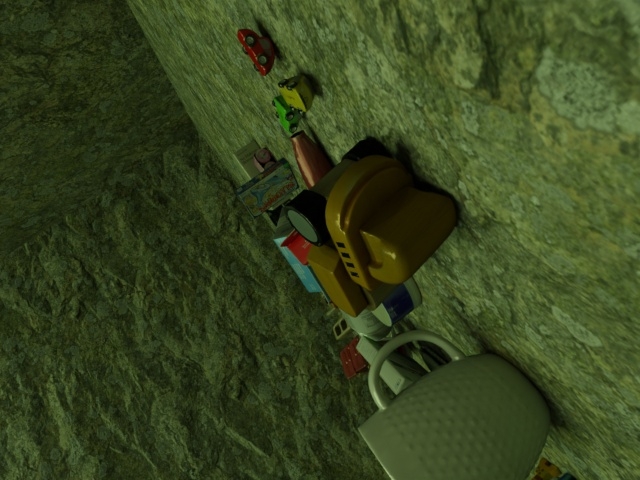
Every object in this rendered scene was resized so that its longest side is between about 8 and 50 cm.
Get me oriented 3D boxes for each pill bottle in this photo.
[{"bbox_3d":[0.143,0.211,1.476,0.160,0.160,0.283,43,166,48],"label":"pill bottle"}]

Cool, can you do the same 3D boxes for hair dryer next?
[{"bbox_3d":[-0.029,-0.176,1.138,0.223,0.080,0.293,49,170,22],"label":"hair dryer"}]

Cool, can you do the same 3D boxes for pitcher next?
[{"bbox_3d":[0.284,0.434,1.805,0.207,0.126,0.177,124,130,-70],"label":"pitcher"}]

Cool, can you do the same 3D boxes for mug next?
[{"bbox_3d":[0.260,0.365,0.917,0.374,0.328,0.276,52,171,15],"label":"mug"}]

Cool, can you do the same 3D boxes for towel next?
[{"bbox_3d":[0.452,0.501,1.336,0.312,0.056,0.324,57,170,-22],"label":"towel"}]

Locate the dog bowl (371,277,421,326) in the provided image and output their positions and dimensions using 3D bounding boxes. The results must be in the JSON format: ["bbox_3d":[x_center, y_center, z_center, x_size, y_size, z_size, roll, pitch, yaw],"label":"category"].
[{"bbox_3d":[0.150,0.102,1.206,0.265,0.104,0.265,52,171,11],"label":"dog bowl"}]

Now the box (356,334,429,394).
[{"bbox_3d":[0.268,0.419,1.372,0.232,0.058,0.322,28,-177,-18],"label":"box"}]

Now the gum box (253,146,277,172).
[{"bbox_3d":[-0.181,-0.258,1.665,0.188,0.062,0.107,53,171,2],"label":"gum box"}]

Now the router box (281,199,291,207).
[{"bbox_3d":[-0.133,-0.132,1.976,0.122,0.038,0.092,56,171,-18],"label":"router box"}]

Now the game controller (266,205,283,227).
[{"bbox_3d":[-0.151,-0.066,2.068,0.319,0.067,0.166,56,-165,-25],"label":"game controller"}]

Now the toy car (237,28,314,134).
[{"bbox_3d":[-0.076,-0.316,0.939,0.239,0.053,0.225,51,171,20],"label":"toy car"}]

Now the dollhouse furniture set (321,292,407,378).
[{"bbox_3d":[0.166,0.330,1.693,0.152,0.201,0.374,-56,42,45],"label":"dollhouse furniture set"}]

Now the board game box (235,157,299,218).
[{"bbox_3d":[-0.181,-0.179,1.519,0.035,0.201,0.136,47,170,36],"label":"board game box"}]

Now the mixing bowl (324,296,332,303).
[{"bbox_3d":[0.085,0.158,1.658,0.098,0.181,0.181,10,176,-9],"label":"mixing bowl"}]

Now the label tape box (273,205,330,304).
[{"bbox_3d":[-0.053,0.039,1.521,0.249,0.115,0.347,58,-160,-26],"label":"label tape box"}]

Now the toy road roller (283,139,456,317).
[{"bbox_3d":[0.111,0.006,0.768,0.241,0.202,0.329,29,154,45],"label":"toy road roller"}]

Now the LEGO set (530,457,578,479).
[{"bbox_3d":[0.558,0.602,1.050,0.087,0.093,0.227,54,171,0],"label":"LEGO set"}]

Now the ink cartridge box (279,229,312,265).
[{"bbox_3d":[0.000,0.000,1.219,0.078,0.134,0.231,48,-165,18],"label":"ink cartridge box"}]

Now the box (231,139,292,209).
[{"bbox_3d":[-0.240,-0.264,1.800,0.275,0.113,0.094,54,171,-12],"label":"box"}]
